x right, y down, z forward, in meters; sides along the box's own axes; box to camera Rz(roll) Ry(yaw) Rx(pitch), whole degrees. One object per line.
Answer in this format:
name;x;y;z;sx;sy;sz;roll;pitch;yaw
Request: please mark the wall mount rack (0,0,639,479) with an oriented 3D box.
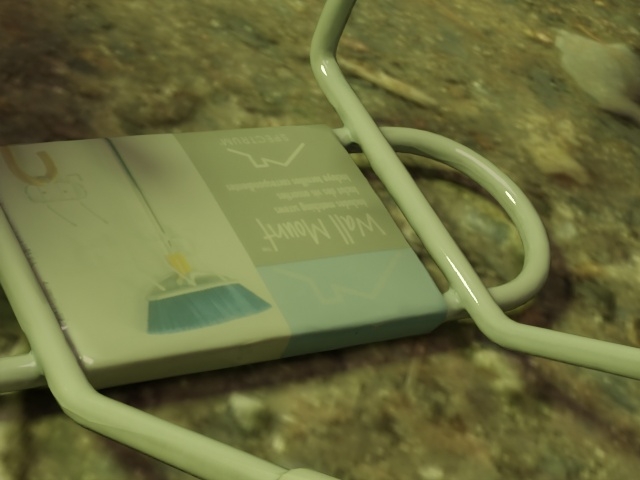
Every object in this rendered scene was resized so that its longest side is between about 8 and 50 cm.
wall mount rack;0.000;0.000;0.571;0.350;0.130;0.304;-7;50;-36
